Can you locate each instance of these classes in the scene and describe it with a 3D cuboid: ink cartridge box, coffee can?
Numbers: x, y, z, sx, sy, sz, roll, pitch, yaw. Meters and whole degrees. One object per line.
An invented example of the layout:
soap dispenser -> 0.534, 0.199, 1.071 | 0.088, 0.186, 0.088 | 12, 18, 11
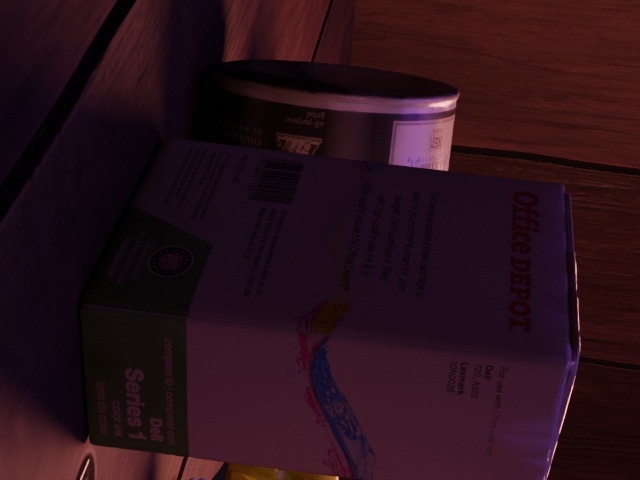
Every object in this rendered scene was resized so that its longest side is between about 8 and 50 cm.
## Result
ink cartridge box -> 0.013, 0.043, 0.806 | 0.201, 0.278, 0.117 | -75, 171, -57
coffee can -> 0.000, 0.000, 1.062 | 0.201, 0.202, 0.275 | -65, 161, -76

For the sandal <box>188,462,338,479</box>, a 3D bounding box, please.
sandal -> -0.087, 0.296, 1.027 | 0.138, 0.126, 0.317 | -26, -149, 47
